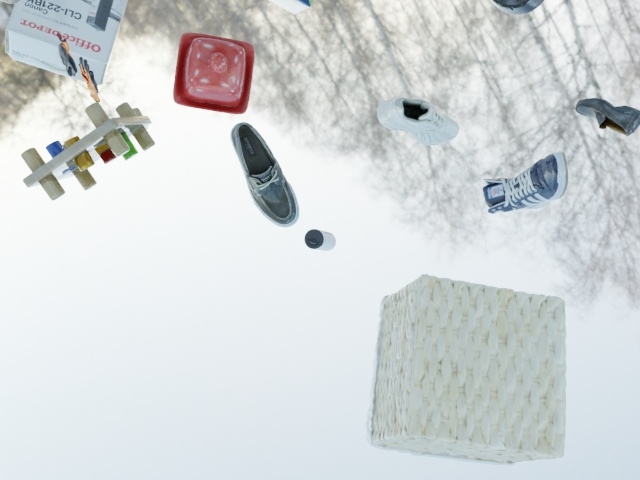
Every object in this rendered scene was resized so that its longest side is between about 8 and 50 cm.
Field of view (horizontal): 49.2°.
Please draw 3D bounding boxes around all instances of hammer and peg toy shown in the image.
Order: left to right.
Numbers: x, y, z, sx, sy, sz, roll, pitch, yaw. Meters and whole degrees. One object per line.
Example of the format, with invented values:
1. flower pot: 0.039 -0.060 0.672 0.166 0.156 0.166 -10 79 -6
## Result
1. hammer and peg toy: -0.530 -0.215 1.669 0.266 0.127 0.361 -32 -173 9

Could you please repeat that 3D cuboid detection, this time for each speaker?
1. speaker: 0.000 0.000 1.867 0.055 0.055 0.136 -32 169 12

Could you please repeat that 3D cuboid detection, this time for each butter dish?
1. butter dish: -0.213 -0.351 1.428 0.118 0.160 0.160 176 -78 -77

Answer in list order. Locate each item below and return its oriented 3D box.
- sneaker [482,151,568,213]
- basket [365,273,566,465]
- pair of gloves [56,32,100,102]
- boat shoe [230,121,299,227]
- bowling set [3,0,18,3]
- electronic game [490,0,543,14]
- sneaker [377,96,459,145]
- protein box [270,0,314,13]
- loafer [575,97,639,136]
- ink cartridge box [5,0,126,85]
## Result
1. sneaker: 0.485 -0.132 1.688 0.153 0.282 0.099 -4 -104 -1
2. basket: 0.287 0.266 1.393 0.266 0.328 0.331 118 -19 -72
3. pair of gloves: -0.327 -0.231 0.940 0.010 0.083 0.074 -38 163 -24
4. boat shoe: -0.167 -0.184 1.996 0.121 0.335 0.119 -31 -176 -2
5. bowling set: -0.672 -0.512 1.203 0.287 0.200 0.154 -8 173 5
6. electronic game: 0.460 -0.655 1.671 0.048 0.229 0.229 -30 -157 -25
7. sneaker: 0.266 -0.304 1.775 0.115 0.232 0.090 -12 -110 65
8. protein box: -0.089 -0.521 1.260 0.136 0.200 0.201 -63 -165 8
9. loafer: 0.689 -0.300 1.694 0.170 0.062 0.061 27 -101 45
10. ink cartridge box: -0.506 -0.485 1.434 0.114 0.197 0.273 154 -51 -65
